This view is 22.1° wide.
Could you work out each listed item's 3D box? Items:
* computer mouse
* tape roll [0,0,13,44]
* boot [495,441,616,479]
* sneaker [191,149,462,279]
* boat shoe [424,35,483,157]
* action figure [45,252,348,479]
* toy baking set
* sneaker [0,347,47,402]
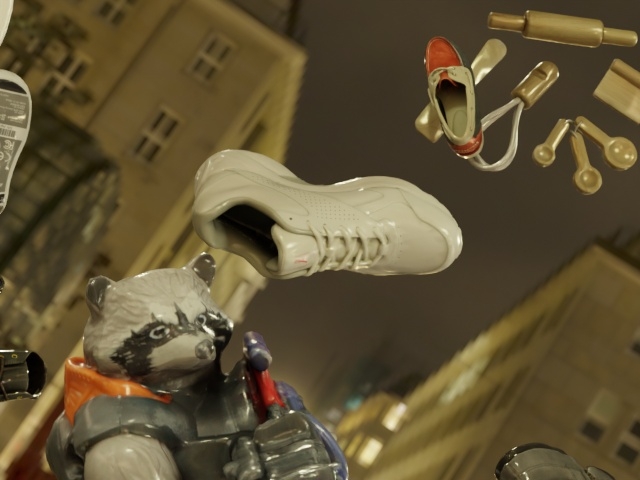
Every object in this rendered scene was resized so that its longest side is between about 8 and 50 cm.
[{"bbox_3d":[-0.291,-0.051,1.366,0.106,0.193,0.042,13,7,-40],"label":"computer mouse"},{"bbox_3d":[-0.427,-0.233,1.489,0.286,0.286,0.100,37,-15,-13],"label":"tape roll"},{"bbox_3d":[0.221,0.277,1.532,0.338,0.118,0.222,36,15,-47],"label":"boot"},{"bbox_3d":[0.000,0.000,1.350,0.232,0.115,0.090,9,-60,4],"label":"sneaker"},{"bbox_3d":[0.130,-0.148,1.625,0.049,0.137,0.043,-19,-25,16],"label":"boat shoe"},{"bbox_3d":[-0.066,0.170,0.777,0.178,0.330,0.341,-5,-5,-5],"label":"action figure"},{"bbox_3d":[0.232,-0.152,1.708,0.256,0.196,0.030,11,-21,-6],"label":"toy baking set"},{"bbox_3d":[-0.386,0.149,1.760,0.118,0.083,0.222,-1,8,15],"label":"sneaker"}]
